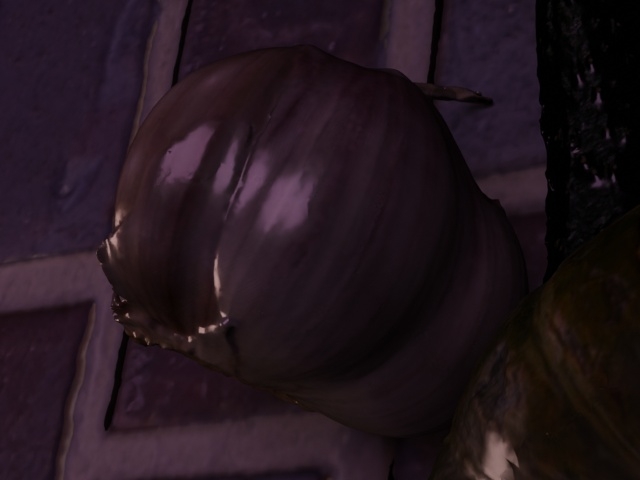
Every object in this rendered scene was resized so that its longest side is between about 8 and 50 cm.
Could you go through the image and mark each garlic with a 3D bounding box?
[{"bbox_3d":[0.000,0.000,0.767,0.207,0.207,0.256,-16,13,23],"label":"garlic"}]

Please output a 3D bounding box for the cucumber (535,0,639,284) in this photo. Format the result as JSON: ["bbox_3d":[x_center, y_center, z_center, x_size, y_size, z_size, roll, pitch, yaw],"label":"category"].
[{"bbox_3d":[0.143,-0.040,0.752,0.081,0.072,0.303,-11,57,26],"label":"cucumber"}]

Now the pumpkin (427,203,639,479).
[{"bbox_3d":[0.151,0.155,0.558,0.232,0.242,0.324,-35,60,37],"label":"pumpkin"}]
